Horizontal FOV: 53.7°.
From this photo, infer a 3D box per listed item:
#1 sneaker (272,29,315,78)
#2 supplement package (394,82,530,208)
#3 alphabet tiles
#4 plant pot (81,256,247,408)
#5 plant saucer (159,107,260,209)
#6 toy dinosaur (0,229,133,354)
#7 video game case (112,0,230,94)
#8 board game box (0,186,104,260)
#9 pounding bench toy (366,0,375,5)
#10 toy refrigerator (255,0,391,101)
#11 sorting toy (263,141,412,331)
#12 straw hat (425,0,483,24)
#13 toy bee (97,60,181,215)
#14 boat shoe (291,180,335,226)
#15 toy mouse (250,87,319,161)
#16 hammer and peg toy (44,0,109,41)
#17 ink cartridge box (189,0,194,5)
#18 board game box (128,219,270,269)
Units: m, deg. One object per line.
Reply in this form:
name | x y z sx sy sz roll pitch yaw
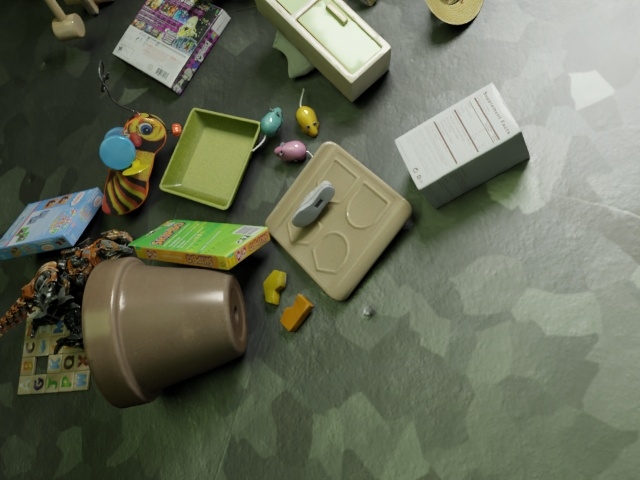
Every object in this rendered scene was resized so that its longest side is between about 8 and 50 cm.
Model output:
sneaker | -0.063 -0.428 1.281 0.094 0.080 0.212 -28 66 31
supplement package | 0.231 -0.150 1.029 0.179 0.105 0.105 -29 64 15
alphabet tiles | -0.565 0.206 1.359 0.198 0.009 0.237 -9 71 23
plant pot | -0.255 0.149 1.112 0.229 0.263 0.263 -8 70 5
plant saucer | -0.215 -0.162 1.284 0.188 0.045 0.188 18 82 30
toy dinosaur | -0.522 0.109 1.307 0.322 0.164 0.218 -46 47 16
video game case | -0.345 -0.467 1.444 0.232 0.042 0.210 33 89 30
board game box | -0.598 -0.037 1.394 0.211 0.039 0.160 -10 40 24
pounding bench toy | 0.081 -0.493 1.240 0.083 0.052 0.065 -46 61 6
toy refrigerator | 0.002 -0.396 1.169 0.102 0.094 0.269 -42 79 -5
sorting toy | 0.000 0.000 1.138 0.229 0.041 0.307 43 102 32
straw hat | 0.229 -0.457 1.149 0.061 0.144 0.145 9 75 67
toy bee | -0.369 -0.192 1.295 0.162 0.298 0.195 2 43 -12
boat shoe | -0.015 -0.066 1.122 0.100 0.035 0.035 -49 31 17
toy mouse | -0.069 -0.204 1.208 0.143 0.031 0.161 -21 79 -4
hammer and peg toy | -0.591 -0.680 1.507 0.127 0.266 0.362 -6 70 5
ink cartridge box | -0.226 -0.601 1.365 0.179 0.045 0.145 -55 24 -20
board game box | -0.233 0.003 1.190 0.259 0.124 0.039 8 120 33
